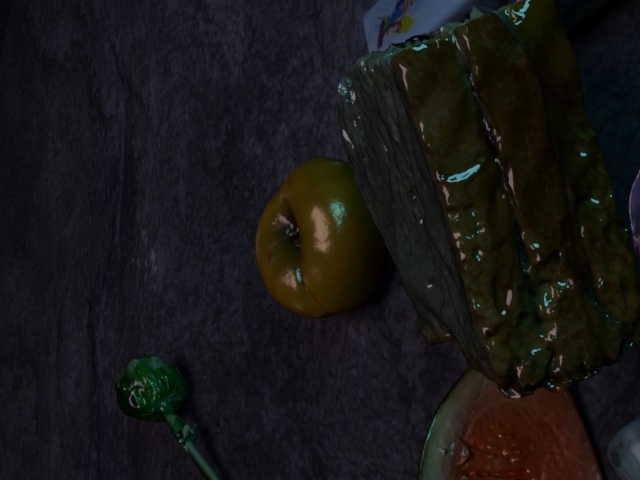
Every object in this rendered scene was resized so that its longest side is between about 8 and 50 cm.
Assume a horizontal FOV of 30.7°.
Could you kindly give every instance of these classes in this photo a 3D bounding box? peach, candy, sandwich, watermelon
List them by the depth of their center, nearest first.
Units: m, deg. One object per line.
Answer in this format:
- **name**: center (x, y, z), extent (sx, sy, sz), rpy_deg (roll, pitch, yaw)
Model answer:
- **sandwich**: center (0.114, -0.039, 0.913), extent (0.325, 0.131, 0.262), rpy_deg (-153, 44, -81)
- **watermelon**: center (0.141, 0.234, 0.967), extent (0.159, 0.128, 0.303), rpy_deg (-40, 53, 49)
- **peach**: center (0.000, 0.000, 1.256), extent (0.179, 0.103, 0.179), rpy_deg (-3, 86, 57)
- **candy**: center (-0.176, 0.267, 1.553), extent (0.323, 0.097, 0.097), rpy_deg (45, 124, 41)

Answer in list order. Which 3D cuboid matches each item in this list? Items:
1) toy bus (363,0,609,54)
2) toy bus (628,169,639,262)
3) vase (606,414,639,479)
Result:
- **toy bus**: center (0.173, -0.230, 0.968), extent (0.329, 0.136, 0.109), rpy_deg (-38, 54, 50)
- **toy bus**: center (0.307, -0.075, 0.730), extent (0.127, 0.147, 0.303), rpy_deg (47, 124, 58)
- **vase**: center (0.274, 0.220, 0.792), extent (0.096, 0.096, 0.219), rpy_deg (-58, 37, 37)
